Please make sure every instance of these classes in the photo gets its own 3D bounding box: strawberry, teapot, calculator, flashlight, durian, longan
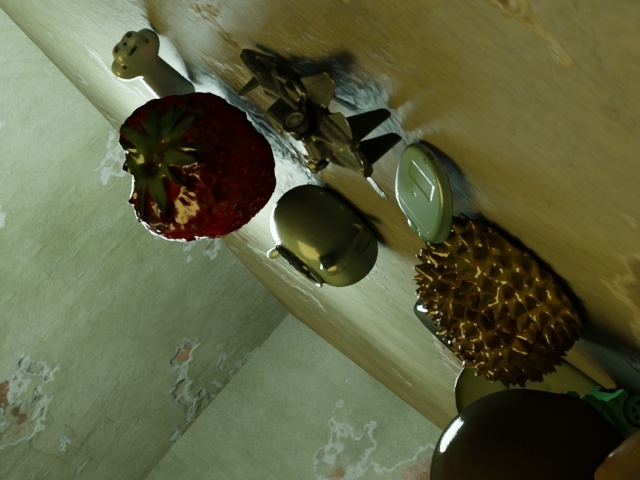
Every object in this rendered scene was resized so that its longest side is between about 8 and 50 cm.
[{"bbox_3d":[-0.180,-0.117,1.580,0.239,0.250,0.288,-5,169,31],"label":"strawberry"},{"bbox_3d":[0.000,0.000,1.606,0.193,0.129,0.294,44,171,-20],"label":"teapot"},{"bbox_3d":[0.115,-0.048,1.089,0.095,0.021,0.153,55,159,28],"label":"calculator"},{"bbox_3d":[-0.271,-0.275,1.600,0.047,0.093,0.200,38,178,32],"label":"flashlight"},{"bbox_3d":[0.202,0.081,1.159,0.249,0.138,0.183,50,178,-13],"label":"durian"},{"bbox_3d":[0.252,0.291,1.146,0.258,0.258,0.258,40,171,8],"label":"longan"}]

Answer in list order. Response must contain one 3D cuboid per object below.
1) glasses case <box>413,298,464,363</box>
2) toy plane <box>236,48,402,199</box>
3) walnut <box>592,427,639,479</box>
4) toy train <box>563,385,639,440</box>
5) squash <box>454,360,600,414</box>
[{"bbox_3d":[0.283,0.189,1.494,0.323,0.074,0.131,42,172,-6],"label":"glasses case"},{"bbox_3d":[-0.030,-0.153,1.118,0.267,0.088,0.212,35,165,36],"label":"toy plane"},{"bbox_3d":[0.431,0.358,0.904,0.383,0.383,0.383,40,171,8],"label":"walnut"},{"bbox_3d":[0.386,0.240,1.240,0.149,0.081,0.099,59,169,-2],"label":"toy train"},{"bbox_3d":[0.322,0.267,1.342,0.260,0.189,0.189,43,171,-8],"label":"squash"}]
